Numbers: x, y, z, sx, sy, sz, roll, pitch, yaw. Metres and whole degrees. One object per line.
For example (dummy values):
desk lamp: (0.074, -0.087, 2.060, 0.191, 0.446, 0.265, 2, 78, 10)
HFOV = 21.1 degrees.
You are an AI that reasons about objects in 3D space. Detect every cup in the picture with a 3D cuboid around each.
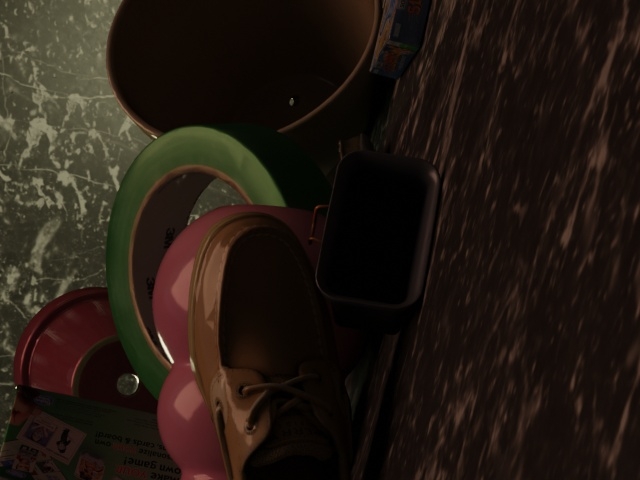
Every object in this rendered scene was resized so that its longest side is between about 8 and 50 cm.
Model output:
cup: (-0.061, -0.190, 2.068, 0.237, 0.331, 0.331, 61, -145, -56)

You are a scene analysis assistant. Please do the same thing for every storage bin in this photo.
storage bin: (0.040, 0.009, 1.391, 0.091, 0.098, 0.135, 90, -170, -63)

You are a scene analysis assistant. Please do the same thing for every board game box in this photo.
board game box: (-0.174, 0.278, 1.711, 0.046, 0.317, 0.213, 108, 174, -59)
board game box: (0.099, -0.285, 1.820, 0.136, 0.035, 0.201, 126, 157, -78)

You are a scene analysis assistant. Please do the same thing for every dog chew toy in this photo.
dog chew toy: (-0.058, 0.139, 1.559, 0.206, 0.206, 0.332, 128, 148, -78)

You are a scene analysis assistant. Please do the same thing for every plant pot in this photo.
plant pot: (-0.255, 0.163, 2.062, 0.180, 0.201, 0.201, -167, 91, -70)

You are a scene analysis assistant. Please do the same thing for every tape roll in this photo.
tape roll: (-0.102, 0.036, 1.829, 0.321, 0.077, 0.321, 8, 101, 44)

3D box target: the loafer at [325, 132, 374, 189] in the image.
loafer: (0.000, 0.000, 1.847, 0.094, 0.087, 0.251, -88, 13, -68)

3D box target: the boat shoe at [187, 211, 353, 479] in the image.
boat shoe: (-0.025, 0.145, 1.361, 0.110, 0.121, 0.341, 179, 82, -72)
